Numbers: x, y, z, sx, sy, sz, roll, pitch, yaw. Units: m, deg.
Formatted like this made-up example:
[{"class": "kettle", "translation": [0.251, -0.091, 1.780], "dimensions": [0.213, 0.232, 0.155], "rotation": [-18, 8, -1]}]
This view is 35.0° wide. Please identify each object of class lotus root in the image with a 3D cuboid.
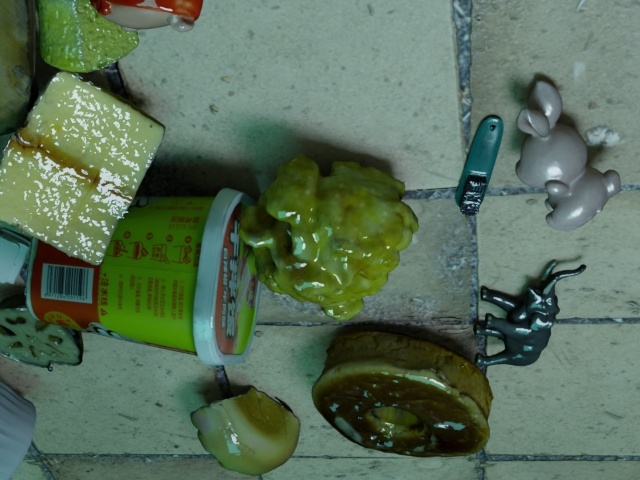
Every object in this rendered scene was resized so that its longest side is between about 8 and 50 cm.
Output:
[{"class": "lotus root", "translation": [-0.516, 0.155, 1.866], "dimensions": [0.183, 0.078, 0.204], "rotation": [14, 139, -2]}]

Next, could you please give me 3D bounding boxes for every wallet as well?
[{"class": "wallet", "translation": [-0.547, 0.031, 1.766], "dimensions": [0.061, 0.025, 0.122], "rotation": [24, 136, -15]}]

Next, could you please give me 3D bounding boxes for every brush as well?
[{"class": "brush", "translation": [0.238, -0.105, 1.515], "dimensions": [0.043, 0.032, 0.193], "rotation": [8, 140, -1]}]

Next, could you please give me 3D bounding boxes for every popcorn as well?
[{"class": "popcorn", "translation": [0.000, 0.000, 1.519], "dimensions": [0.241, 0.235, 0.250], "rotation": [27, 131, -2]}]

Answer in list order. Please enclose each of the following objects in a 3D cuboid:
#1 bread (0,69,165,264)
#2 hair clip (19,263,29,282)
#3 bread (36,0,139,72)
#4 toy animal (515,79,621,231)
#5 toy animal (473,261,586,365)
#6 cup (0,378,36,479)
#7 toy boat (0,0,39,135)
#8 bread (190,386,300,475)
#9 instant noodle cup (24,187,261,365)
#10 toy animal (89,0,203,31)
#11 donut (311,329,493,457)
[{"class": "bread", "translation": [-0.341, -0.100, 1.396], "dimensions": [0.135, 0.240, 0.178], "rotation": [29, -179, 15]}, {"class": "hair clip", "translation": [-0.359, 0.055, 1.750], "dimensions": [0.358, 0.096, 0.110], "rotation": [3, 178, 16]}, {"class": "bread", "translation": [-0.309, -0.288, 1.316], "dimensions": [0.111, 0.129, 0.114], "rotation": [26, 134, 25]}, {"class": "toy animal", "translation": [0.326, -0.124, 1.439], "dimensions": [0.124, 0.124, 0.212], "rotation": [-25, 109, 30]}, {"class": "toy animal", "translation": [0.340, 0.124, 1.725], "dimensions": [0.137, 0.082, 0.270], "rotation": [8, 135, -7]}, {"class": "cup", "translation": [-0.761, 0.332, 1.963], "dimensions": [0.371, 0.253, 0.253], "rotation": [34, 132, -29]}, {"class": "toy boat", "translation": [-0.439, -0.294, 1.298], "dimensions": [0.135, 0.162, 0.445], "rotation": [-17, 145, -25]}, {"class": "bread", "translation": [-0.159, 0.393, 2.027], "dimensions": [0.158, 0.156, 0.260], "rotation": [-29, 127, 31]}, {"class": "instant noodle cup", "translation": [-0.268, 0.046, 1.572], "dimensions": [0.307, 0.294, 0.294], "rotation": [6, 139, 11]}, {"class": "toy animal", "translation": [-0.216, -0.337, 1.204], "dimensions": [0.171, 0.171, 0.198], "rotation": [-12, 128, 19]}, {"class": "donut", "translation": [0.154, 0.281, 1.862], "dimensions": [0.330, 0.160, 0.330], "rotation": [12, 137, 11]}]
